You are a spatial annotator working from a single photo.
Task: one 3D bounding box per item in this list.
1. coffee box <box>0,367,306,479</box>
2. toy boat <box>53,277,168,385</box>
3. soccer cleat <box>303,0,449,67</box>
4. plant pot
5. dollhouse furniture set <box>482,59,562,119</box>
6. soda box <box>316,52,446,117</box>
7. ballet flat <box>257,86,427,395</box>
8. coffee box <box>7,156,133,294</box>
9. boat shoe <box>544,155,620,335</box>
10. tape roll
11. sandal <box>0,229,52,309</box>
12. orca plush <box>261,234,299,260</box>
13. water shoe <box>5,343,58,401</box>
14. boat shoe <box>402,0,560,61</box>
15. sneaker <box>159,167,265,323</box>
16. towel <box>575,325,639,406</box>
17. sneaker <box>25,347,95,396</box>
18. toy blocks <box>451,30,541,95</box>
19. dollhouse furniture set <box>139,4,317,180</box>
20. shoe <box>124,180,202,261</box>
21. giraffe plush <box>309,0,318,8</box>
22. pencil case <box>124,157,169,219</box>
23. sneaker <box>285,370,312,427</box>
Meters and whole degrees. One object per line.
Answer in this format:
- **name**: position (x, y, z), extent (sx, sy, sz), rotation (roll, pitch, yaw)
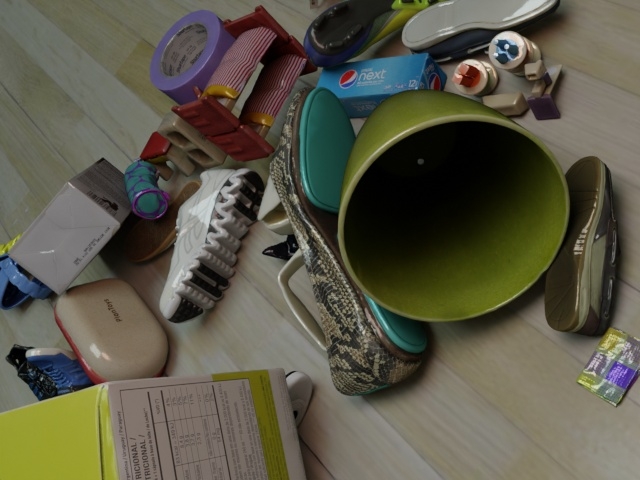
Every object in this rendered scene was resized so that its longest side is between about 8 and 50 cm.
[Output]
- **coffee box**: position (-0.236, 0.360, 1.003), extent (0.338, 0.334, 0.338), rotation (-19, 75, 30)
- **toy boat**: position (-0.365, 0.184, 1.415), extent (0.231, 0.151, 0.151), rotation (46, 135, 36)
- **soccer cleat**: position (0.096, -0.375, 1.338), extent (0.289, 0.121, 0.093), rotation (-31, 87, -12)
- **plant pot**: position (0.144, -0.089, 1.074), extent (0.275, 0.275, 0.293), rotation (-39, 26, 16)
- **dollhouse furniture set**: position (0.285, -0.230, 1.161), extent (0.114, 0.091, 0.081), rotation (0, 52, 41)
- **soda box**: position (0.094, -0.248, 1.320), extent (0.210, 0.067, 0.071), rotation (4, 69, 39)
- **ballet flat**: position (0.000, 0.000, 1.184), extent (0.182, 0.164, 0.482), rotation (-35, 58, 31)
- **coffee box**: position (-0.435, -0.037, 1.489), extent (0.168, 0.119, 0.297), rotation (-47, 12, 7)
- **boat shoe**: position (0.327, 0.009, 0.995), extent (0.080, 0.074, 0.223), rotation (-18, 56, 60)
- **tape roll**: position (-0.251, -0.366, 1.649), extent (0.189, 0.080, 0.188), rotation (-19, 57, 31)
- **sandal**: position (-0.662, 0.083, 1.703), extent (0.318, 0.126, 0.138), rotation (-22, 59, 29)
- **orca plush**: position (-0.051, -0.113, 1.336), extent (0.151, 0.102, 0.287), rotation (5, 70, 40)
- **water shoe**: position (-0.529, 0.262, 1.523), extent (0.203, 0.080, 0.072), rotation (27, 85, 43)
- **boat shoe**: position (0.248, -0.328, 1.235), extent (0.255, 0.079, 0.095), rotation (-15, 60, 35)
- **sneaker**: position (-0.201, 0.004, 1.379), extent (0.118, 0.110, 0.292), rotation (14, 68, 28)
- **towel**: position (0.343, 0.145, 0.950), extent (0.060, 0.009, 0.083), rotation (33, 88, 43)
- **sneaker**: position (-0.452, 0.240, 1.427), extent (0.058, 0.152, 0.084), rotation (-12, 66, 29)
- **toy blocks**: position (0.238, -0.249, 1.149), extent (0.123, 0.148, 0.054), rotation (-23, 85, 27)
- **dollhouse furniture set**: position (-0.199, -0.247, 1.442), extent (0.374, 0.152, 0.201), rotation (-5, 54, 51)
- **shoe**: position (-0.275, -0.029, 1.507), extent (0.219, 0.058, 0.076), rotation (-37, 69, 22)
- **giraffe plush**: position (0.030, -0.491, 1.431), extent (0.171, 0.210, 0.181), rotation (28, 61, 38)
- **pencil case**: position (-0.320, -0.094, 1.488), extent (0.070, 0.064, 0.151), rotation (-24, 32, -7)
- **sneaker**: position (-0.109, 0.266, 1.191), extent (0.121, 0.079, 0.216), rotation (29, 88, 42)
